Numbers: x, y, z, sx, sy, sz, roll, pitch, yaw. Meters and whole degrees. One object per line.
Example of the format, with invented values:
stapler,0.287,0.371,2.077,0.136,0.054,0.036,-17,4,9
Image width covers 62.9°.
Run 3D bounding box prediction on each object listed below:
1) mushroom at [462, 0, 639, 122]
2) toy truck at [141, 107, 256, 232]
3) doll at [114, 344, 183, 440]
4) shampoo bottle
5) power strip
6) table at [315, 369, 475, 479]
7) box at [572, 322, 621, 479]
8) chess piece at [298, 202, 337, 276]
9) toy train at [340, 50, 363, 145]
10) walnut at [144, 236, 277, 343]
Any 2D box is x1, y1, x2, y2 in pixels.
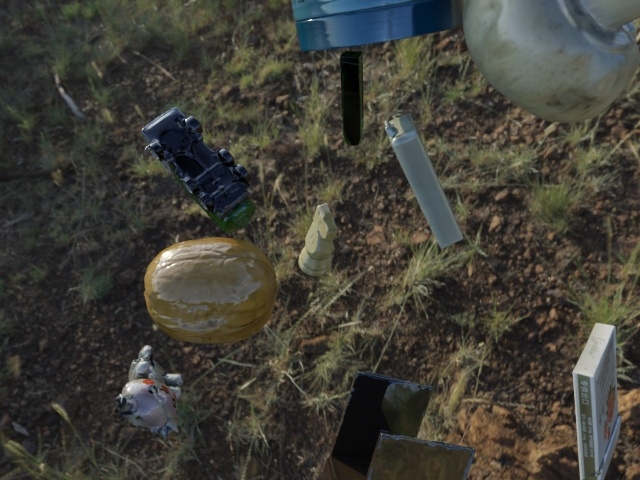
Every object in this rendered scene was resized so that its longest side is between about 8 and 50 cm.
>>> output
mushroom,0.406,-0.359,0.795,0.336,0.314,0.315,-22,34,52
toy truck,-0.219,-0.124,0.974,0.101,0.125,0.242,-41,81,-17
doll,-0.350,0.310,1.065,0.095,0.149,0.192,-35,28,3
shampoo bottle,0.092,-0.557,0.973,0.330,0.343,0.331,-9,23,4
power strip,0.220,-0.111,1.081,0.058,0.338,0.098,-23,33,14
table,0.131,0.448,1.025,0.196,0.282,0.250,14,11,-9
box,0.362,0.219,0.681,0.029,0.199,0.109,6,31,41
chess piece,0.000,0.000,1.318,0.089,0.201,0.090,6,51,-8
toy train,0.074,-0.316,1.176,0.044,0.209,0.042,10,41,18
walnut,-0.185,0.086,0.892,0.225,0.193,0.193,0,50,-13
